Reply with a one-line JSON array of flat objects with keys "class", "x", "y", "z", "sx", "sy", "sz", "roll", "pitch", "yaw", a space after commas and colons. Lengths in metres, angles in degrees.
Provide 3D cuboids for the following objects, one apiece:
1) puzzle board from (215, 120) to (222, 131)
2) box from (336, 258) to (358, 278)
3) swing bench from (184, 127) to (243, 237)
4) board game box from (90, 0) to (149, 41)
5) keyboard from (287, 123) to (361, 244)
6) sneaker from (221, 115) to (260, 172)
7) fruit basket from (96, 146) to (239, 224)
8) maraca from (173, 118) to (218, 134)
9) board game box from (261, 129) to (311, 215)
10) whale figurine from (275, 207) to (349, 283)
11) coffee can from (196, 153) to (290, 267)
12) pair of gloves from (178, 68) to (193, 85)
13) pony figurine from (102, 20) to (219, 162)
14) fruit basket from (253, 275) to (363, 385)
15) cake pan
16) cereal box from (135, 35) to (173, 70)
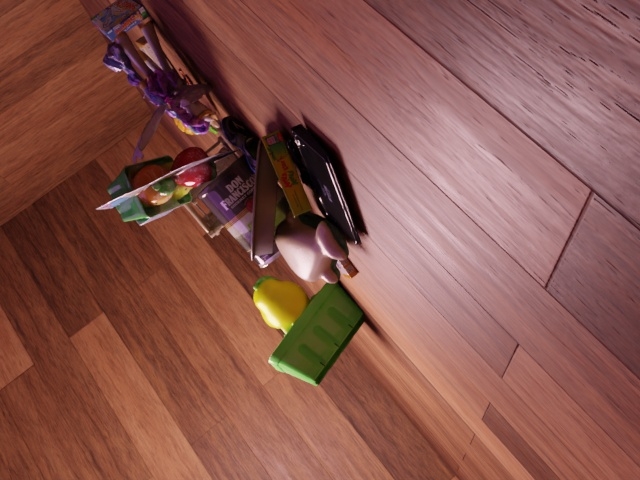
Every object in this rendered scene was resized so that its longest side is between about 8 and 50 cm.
[{"class": "puzzle board", "x": -0.341, "y": -0.382, "z": 2.162, "sx": 0.128, "sy": 0.011, "sz": 0.096, "roll": 56, "pitch": 170, "yaw": -27}, {"class": "box", "x": 0.048, "y": 0.044, "z": 1.811, "sx": 0.136, "sy": 0.028, "sz": 0.081, "roll": 55, "pitch": 171, "yaw": -7}, {"class": "swing bench", "x": -0.339, "y": -0.181, "z": 2.122, "sx": 0.255, "sy": 0.253, "sz": 0.165, "roll": 50, "pitch": 172, "yaw": -6}, {"class": "board game box", "x": -0.604, "y": -0.670, "z": 1.945, "sx": 0.201, "sy": 0.136, "sz": 0.035, "roll": 41, "pitch": 167, "yaw": 48}, {"class": "keyboard", "x": 0.002, "y": -0.127, "z": 1.341, "sx": 0.201, "sy": 0.033, "sz": 0.317, "roll": 45, "pitch": 168, "yaw": 32}, {"class": "sneaker", "x": -0.194, "y": -0.265, "z": 1.738, "sx": 0.188, "sy": 0.067, "sz": 0.078, "roll": 52, "pitch": 151, "yaw": 8}, {"class": "fruit basket", "x": -0.397, "y": -0.168, "z": 1.812, "sx": 0.327, "sy": 0.352, "sz": 0.166, "roll": -38, "pitch": -70, "yaw": -65}, {"class": "maraca", "x": -0.435, "y": -0.414, "z": 2.252, "sx": 0.185, "sy": 0.099, "sz": 0.127, "roll": 25, "pitch": 179, "yaw": 26}, {"class": "board game box", "x": -0.072, "y": -0.144, "z": 1.418, "sx": 0.092, "sy": 0.043, "sz": 0.182, "roll": -121, "pitch": 9, "yaw": -88}, {"class": "whale figurine", "x": 0.000, "y": 0.000, "z": 1.589, "sx": 0.216, "sy": 0.141, "sz": 0.272, "roll": 57, "pitch": 155, "yaw": -6}, {"class": "coffee can", "x": -0.186, "y": -0.089, "z": 1.849, "sx": 0.275, "sy": 0.201, "sz": 0.201, "roll": 49, "pitch": 172, "yaw": -8}, {"class": "pair of gloves", "x": -0.425, "y": -0.509, "z": 2.079, "sx": 0.083, "sy": 0.010, "sz": 0.074, "roll": 45, "pitch": 169, "yaw": 45}, {"class": "pony figurine", "x": -0.451, "y": -0.428, "z": 1.858, "sx": 0.363, "sy": 0.302, "sz": 0.351, "roll": 51, "pitch": -156, "yaw": -15}, {"class": "fruit basket", "x": -0.075, "y": 0.276, "z": 2.263, "sx": 0.392, "sy": 0.392, "sz": 0.283, "roll": 49, "pitch": 171, "yaw": 17}, {"class": "cake pan", "x": -0.133, "y": -0.096, "z": 1.575, "sx": 0.293, "sy": 0.054, "sz": 0.294, "roll": -176, "pitch": 90, "yaw": -86}, {"class": "cereal box", "x": -0.539, "y": -0.587, "z": 2.234, "sx": 0.240, "sy": 0.047, "sz": 0.173, "roll": 57, "pitch": 171, "yaw": -31}]
